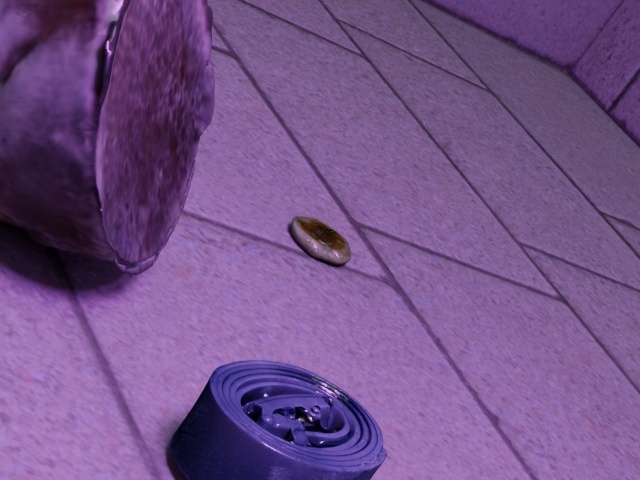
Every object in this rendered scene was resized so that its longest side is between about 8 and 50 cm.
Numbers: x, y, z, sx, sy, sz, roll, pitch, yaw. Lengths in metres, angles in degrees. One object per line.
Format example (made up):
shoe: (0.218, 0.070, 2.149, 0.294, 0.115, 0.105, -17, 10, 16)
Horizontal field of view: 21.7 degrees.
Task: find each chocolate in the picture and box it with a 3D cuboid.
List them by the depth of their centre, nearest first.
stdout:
chocolate: (-0.233, -0.131, 1.462, 0.213, 0.303, 0.303, 9, 16, 11)

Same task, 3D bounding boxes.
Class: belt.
belt: (-0.030, 0.165, 1.337, 0.141, 0.082, 0.190, 42, 21, 27)

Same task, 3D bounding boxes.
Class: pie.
pie: (0.000, 0.000, 1.879, 0.085, 0.017, 0.085, 31, 19, -12)
